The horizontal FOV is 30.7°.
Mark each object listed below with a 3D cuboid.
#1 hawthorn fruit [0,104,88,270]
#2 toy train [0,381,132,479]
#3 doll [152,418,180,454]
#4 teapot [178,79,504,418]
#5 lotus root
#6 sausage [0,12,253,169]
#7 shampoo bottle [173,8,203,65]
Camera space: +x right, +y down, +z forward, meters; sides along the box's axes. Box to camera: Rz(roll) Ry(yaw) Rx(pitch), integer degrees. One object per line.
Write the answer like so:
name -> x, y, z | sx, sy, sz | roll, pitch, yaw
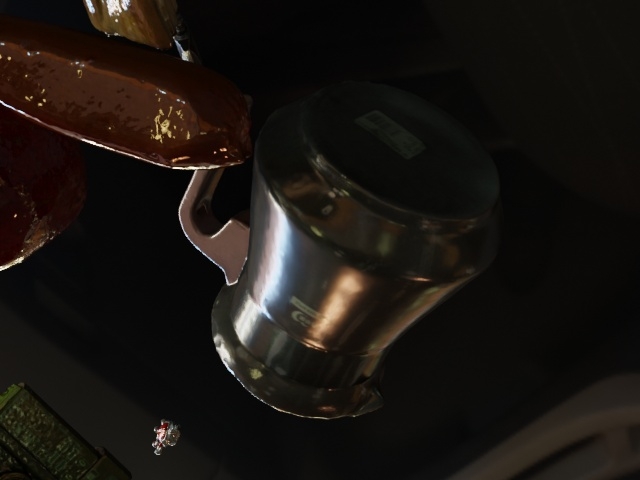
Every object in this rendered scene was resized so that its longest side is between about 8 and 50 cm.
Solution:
hawthorn fruit -> -0.382, -0.069, 1.321 | 0.215, 0.249, 0.215 | 12, 122, 19
toy train -> -0.360, 0.279, 1.481 | 0.225, 0.137, 0.090 | 47, 167, -15
doll -> -0.267, 0.340, 2.040 | 0.039, 0.057, 0.114 | 45, 149, -8
teapot -> 0.000, 0.000, 1.407 | 0.376, 0.305, 0.362 | 38, 127, 15
lotus root -> -0.204, -0.275, 1.182 | 0.095, 0.159, 0.135 | -17, 124, 1
sausage -> -0.220, -0.139, 1.008 | 0.348, 0.094, 0.097 | 18, -175, 6
shampoo bottle -> -0.192, -0.282, 1.658 | 0.027, 0.048, 0.137 | -15, 160, 0
